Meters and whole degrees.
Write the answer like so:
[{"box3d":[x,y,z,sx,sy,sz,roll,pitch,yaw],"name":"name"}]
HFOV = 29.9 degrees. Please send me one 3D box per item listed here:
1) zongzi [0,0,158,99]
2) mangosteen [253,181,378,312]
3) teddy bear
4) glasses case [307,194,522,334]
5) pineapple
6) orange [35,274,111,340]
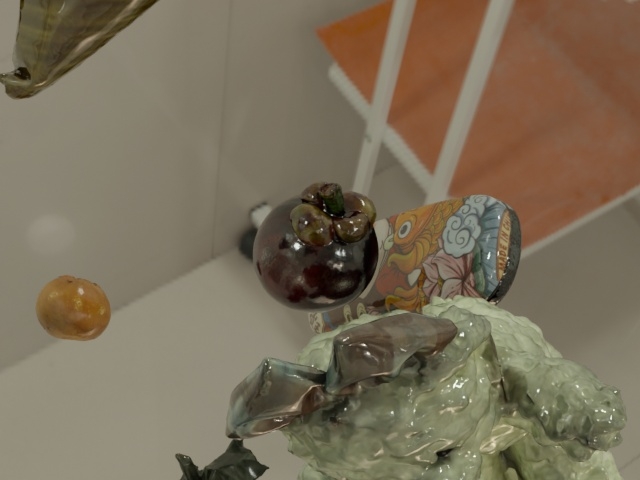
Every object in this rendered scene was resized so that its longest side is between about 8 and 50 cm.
[{"box3d":[0.023,-0.173,0.436,0.286,0.134,0.288,10,81,16],"name":"zongzi"},{"box3d":[0.000,0.000,1.155,0.140,0.140,0.140,4,56,-5],"name":"mangosteen"},{"box3d":[0.107,0.204,1.025,0.375,0.327,0.362,68,23,-7],"name":"teddy bear"},{"box3d":[0.091,0.036,1.291,0.082,0.321,0.122,21,67,-31],"name":"glasses case"},{"box3d":[-0.128,0.306,1.192,0.128,0.248,0.128,17,29,-9],"name":"pineapple"},{"box3d":[-0.273,0.075,1.328,0.083,0.083,0.070,9,80,-2],"name":"orange"}]
